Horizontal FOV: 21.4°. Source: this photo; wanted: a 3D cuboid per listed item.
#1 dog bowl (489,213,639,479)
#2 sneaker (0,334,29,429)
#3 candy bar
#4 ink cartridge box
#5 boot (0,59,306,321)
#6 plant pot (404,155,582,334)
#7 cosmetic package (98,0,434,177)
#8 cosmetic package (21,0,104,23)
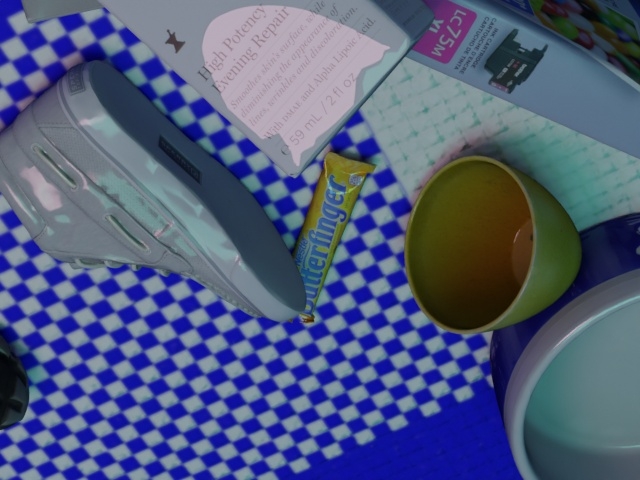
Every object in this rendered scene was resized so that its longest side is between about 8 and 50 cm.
[{"bbox_3d":[0.275,0.110,1.388,0.265,0.104,0.265,-4,125,-6],"label":"dog bowl"},{"bbox_3d":[-0.356,0.088,1.309,0.267,0.101,0.106,23,141,-23],"label":"sneaker"},{"bbox_3d":[0.000,0.000,1.326,0.040,0.018,0.161,11,122,-15],"label":"candy bar"},{"bbox_3d":[0.152,-0.143,1.143,0.311,0.186,0.065,23,117,-21],"label":"ink cartridge box"},{"bbox_3d":[-0.132,-0.012,1.265,0.123,0.095,0.258,-33,114,22],"label":"boot"},{"bbox_3d":[0.145,0.007,1.296,0.095,0.134,0.134,7,127,-41],"label":"plant pot"},{"bbox_3d":[-0.057,-0.161,0.986,0.231,0.085,0.117,41,112,-2],"label":"cosmetic package"},{"bbox_3d":[-0.155,-0.268,1.065,0.127,0.107,0.238,-14,122,-2],"label":"cosmetic package"}]
